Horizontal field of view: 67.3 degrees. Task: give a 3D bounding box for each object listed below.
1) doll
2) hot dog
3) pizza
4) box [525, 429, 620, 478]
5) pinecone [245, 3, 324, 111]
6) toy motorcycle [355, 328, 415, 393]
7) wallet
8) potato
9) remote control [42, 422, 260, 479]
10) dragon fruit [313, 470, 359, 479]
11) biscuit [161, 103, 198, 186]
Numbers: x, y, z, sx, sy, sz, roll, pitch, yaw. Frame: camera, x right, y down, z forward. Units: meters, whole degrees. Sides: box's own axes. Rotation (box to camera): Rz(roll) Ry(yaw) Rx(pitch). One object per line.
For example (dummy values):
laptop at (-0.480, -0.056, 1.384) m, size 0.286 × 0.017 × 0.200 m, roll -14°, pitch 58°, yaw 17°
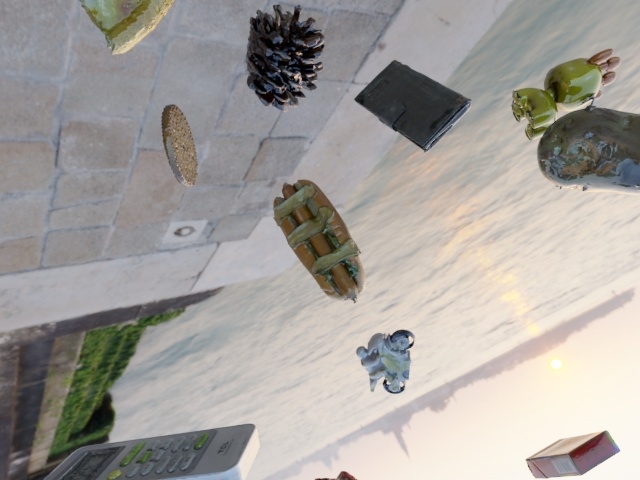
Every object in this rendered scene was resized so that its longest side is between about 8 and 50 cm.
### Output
doll at (0.523, -0.315, 1.015) m, size 0.220 × 0.135 × 0.143 m, roll -24°, pitch 147°, yaw 6°
hot dog at (0.000, 0.000, 0.875) m, size 0.109 × 0.270 × 0.072 m, roll -36°, pitch 160°, yaw 11°
pizza at (-0.367, -0.471, 0.775) m, size 0.287 × 0.075 × 0.280 m, roll 23°, pitch 87°, yaw -37°
box at (0.528, 0.458, 1.018) m, size 0.112 × 0.048 × 0.175 m, roll -20°, pitch 157°, yaw -17°
pinecone at (-0.108, -0.572, 1.488) m, size 0.242 × 0.298 × 0.296 m, roll 13°, pitch 132°, yaw -4°
toy motorcycle at (0.164, 0.311, 1.241) m, size 0.151 × 0.074 × 0.229 m, roll 6°, pitch 124°, yaw 4°
wallet at (0.230, -0.362, 1.253) m, size 0.169 × 0.317 × 0.044 m, roll -44°, pitch 138°, yaw 4°
potato at (0.536, -0.156, 0.873) m, size 0.165 × 0.262 × 0.165 m, roll -45°, pitch 143°, yaw -50°
remote control at (-0.200, 0.267, 0.565) m, size 0.250 × 0.034 × 0.103 m, roll -11°, pitch -173°, yaw 9°
dragon fruit at (0.063, 0.539, 0.810) m, size 0.226 × 0.305 × 0.305 m, roll -72°, pitch 158°, yaw -8°
biscuit at (-0.319, -0.212, 1.086) m, size 0.027 × 0.188 × 0.188 m, roll -9°, pitch 159°, yaw 2°
